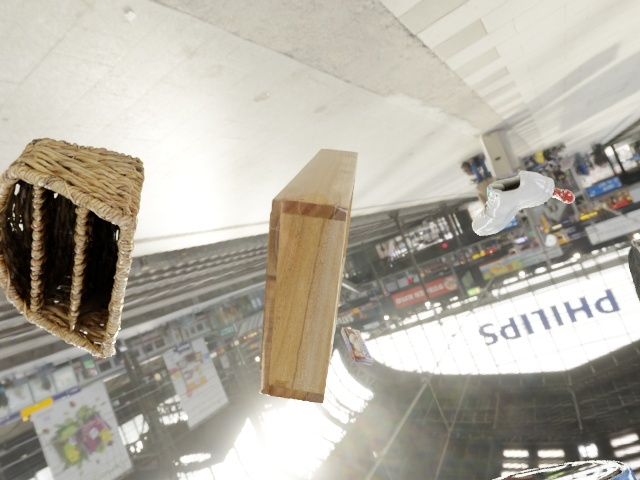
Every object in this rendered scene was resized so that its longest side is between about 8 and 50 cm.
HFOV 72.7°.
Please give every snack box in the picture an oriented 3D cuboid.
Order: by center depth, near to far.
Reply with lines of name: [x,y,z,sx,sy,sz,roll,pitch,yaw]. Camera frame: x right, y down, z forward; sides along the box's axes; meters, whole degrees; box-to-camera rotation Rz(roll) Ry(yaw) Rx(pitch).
snack box: [0.116,0.339,1.407,0.064,0.022,0.178,16,-165,-16]

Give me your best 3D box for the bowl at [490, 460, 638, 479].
bowl: [0.455,0.540,0.901,0.392,0.077,0.391,-12,155,-6]

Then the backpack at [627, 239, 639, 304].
backpack: [0.878,0.084,0.885,0.356,0.289,0.273,-5,152,21]

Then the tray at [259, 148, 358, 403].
tray: [0.000,0.000,0.592,0.076,0.202,0.411,8,-162,5]

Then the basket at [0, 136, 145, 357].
basket: [-0.421,0.013,0.706,0.214,0.223,0.299,10,123,-24]

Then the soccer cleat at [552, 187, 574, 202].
soccer cleat: [0.559,-0.102,0.996,0.036,0.029,0.083,11,-165,-9]

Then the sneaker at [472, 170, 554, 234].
sneaker: [0.393,-0.088,0.955,0.094,0.080,0.212,21,145,-15]
